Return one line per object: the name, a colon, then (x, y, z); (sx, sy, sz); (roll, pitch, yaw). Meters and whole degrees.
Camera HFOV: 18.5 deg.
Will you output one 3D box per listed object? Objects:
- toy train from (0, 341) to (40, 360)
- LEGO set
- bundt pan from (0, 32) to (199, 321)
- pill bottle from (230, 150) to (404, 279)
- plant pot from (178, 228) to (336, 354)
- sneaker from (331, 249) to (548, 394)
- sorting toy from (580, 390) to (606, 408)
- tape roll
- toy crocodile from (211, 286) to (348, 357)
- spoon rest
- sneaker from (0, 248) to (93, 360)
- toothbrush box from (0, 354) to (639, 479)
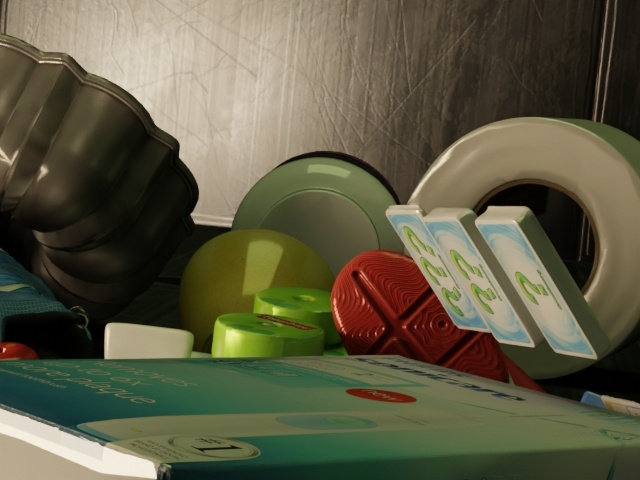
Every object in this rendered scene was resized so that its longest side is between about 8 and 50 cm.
toy train: (-0.199, 0.116, 0.980); (0.143, 0.105, 0.248); (-17, 19, -42)
LEGO set: (0.111, 0.095, 0.974); (0.060, 0.244, 0.182); (-35, 12, -15)
bundt pan: (-0.284, -0.034, 1.791); (0.330, 0.124, 0.331); (15, -34, 10)
pill bottle: (0.000, 0.000, 2.054); (0.181, 0.181, 0.323); (6, 4, 2)
plant pot: (-0.055, 0.071, 1.569); (0.134, 0.134, 0.095); (6, 28, 5)
sneaker: (0.093, 0.100, 1.223); (0.221, 0.087, 0.128); (48, -2, 7)
sorting toy: (0.319, 0.137, 1.122); (0.347, 0.047, 0.196); (17, -10, 31)
tape roll: (0.218, 0.004, 1.877); (0.246, 0.246, 0.169); (7, 5, 20)
toy crocodile: (-0.007, 0.100, 1.235); (0.105, 0.115, 0.340); (8, 7, 7)
spoon rest: (-0.104, 0.111, 1.333); (0.137, 0.084, 0.276); (7, -9, 5)
sneaker: (-0.225, 0.082, 1.325); (0.147, 0.130, 0.330); (24, 6, 5)
toothbrush box: (-0.010, 0.126, 0.838); (0.295, 0.126, 0.216); (3, 5, -38)
